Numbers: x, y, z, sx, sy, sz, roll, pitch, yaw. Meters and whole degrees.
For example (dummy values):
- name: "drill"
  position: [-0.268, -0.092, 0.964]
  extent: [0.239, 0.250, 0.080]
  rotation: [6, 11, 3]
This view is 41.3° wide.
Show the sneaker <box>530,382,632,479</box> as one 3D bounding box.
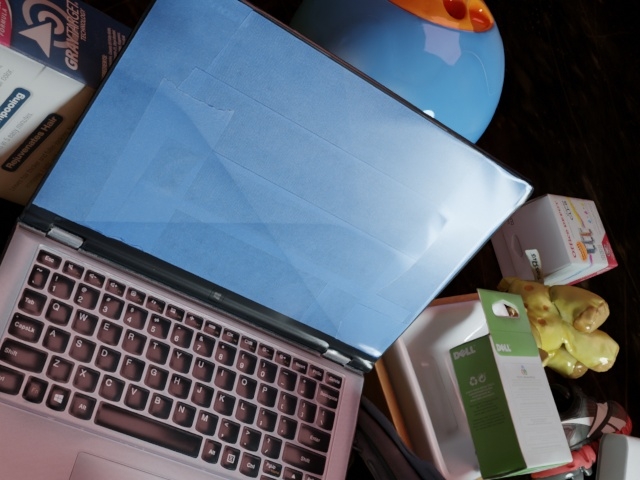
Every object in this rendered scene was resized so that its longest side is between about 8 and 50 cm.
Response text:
- name: "sneaker"
  position: [0.392, 0.273, 1.300]
  extent: [0.276, 0.098, 0.135]
  rotation: [-10, 78, -50]

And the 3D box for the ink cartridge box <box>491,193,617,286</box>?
- name: "ink cartridge box"
  position: [0.391, 0.006, 1.438]
  extent: [0.176, 0.127, 0.128]
  rotation: [2, 67, -47]

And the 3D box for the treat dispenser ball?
- name: "treat dispenser ball"
  position: [0.091, -0.220, 1.101]
  extent: [0.288, 0.288, 0.288]
  rotation: [27, 50, -37]

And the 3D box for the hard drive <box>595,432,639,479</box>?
- name: "hard drive"
  position: [0.511, 0.430, 1.306]
  extent: [0.353, 0.047, 0.232]
  rotation: [22, 74, -46]

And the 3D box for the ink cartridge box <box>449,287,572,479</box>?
- name: "ink cartridge box"
  position: [0.215, 0.167, 0.997]
  extent: [0.109, 0.062, 0.209]
  rotation: [10, 60, -47]

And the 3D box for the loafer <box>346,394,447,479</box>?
- name: "loafer"
  position: [0.055, 0.236, 0.862]
  extent: [0.084, 0.267, 0.096]
  rotation: [-30, 122, -16]

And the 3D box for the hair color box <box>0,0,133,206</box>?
- name: "hair color box"
  position: [-0.232, -0.116, 0.752]
  extent: [0.347, 0.174, 0.105]
  rotation: [23, 44, -40]

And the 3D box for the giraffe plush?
- name: "giraffe plush"
  position: [0.310, 0.143, 1.249]
  extent: [0.170, 0.181, 0.210]
  rotation: [-37, 97, -38]

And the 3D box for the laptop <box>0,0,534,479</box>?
- name: "laptop"
  position: [-0.058, 0.078, 0.699]
  extent: [0.382, 0.236, 0.407]
  rotation: [27, 60, -25]

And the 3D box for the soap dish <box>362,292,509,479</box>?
- name: "soap dish"
  position: [0.151, 0.190, 1.059]
  extent: [0.291, 0.118, 0.228]
  rotation: [-3, 70, -49]
